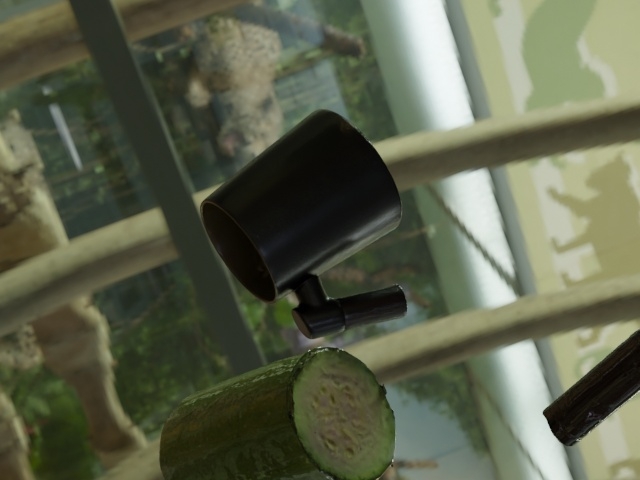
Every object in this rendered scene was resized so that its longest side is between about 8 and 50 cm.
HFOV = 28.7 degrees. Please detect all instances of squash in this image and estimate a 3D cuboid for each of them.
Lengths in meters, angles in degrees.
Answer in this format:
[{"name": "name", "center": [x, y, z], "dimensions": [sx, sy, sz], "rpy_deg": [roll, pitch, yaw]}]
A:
[{"name": "squash", "center": [-0.077, 0.355, 2.265], "dimensions": [0.384, 0.263, 0.263], "rpy_deg": [-25, -97, 42]}]

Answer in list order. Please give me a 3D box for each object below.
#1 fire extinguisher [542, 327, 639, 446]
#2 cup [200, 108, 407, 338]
[{"name": "fire extinguisher", "center": [0.431, 0.191, 1.819], "dimensions": [0.089, 0.268, 0.072], "rpy_deg": [41, 28, -3]}, {"name": "cup", "center": [-0.002, -0.012, 1.406], "dimensions": [0.239, 0.177, 0.166], "rpy_deg": [44, -23, 26]}]
